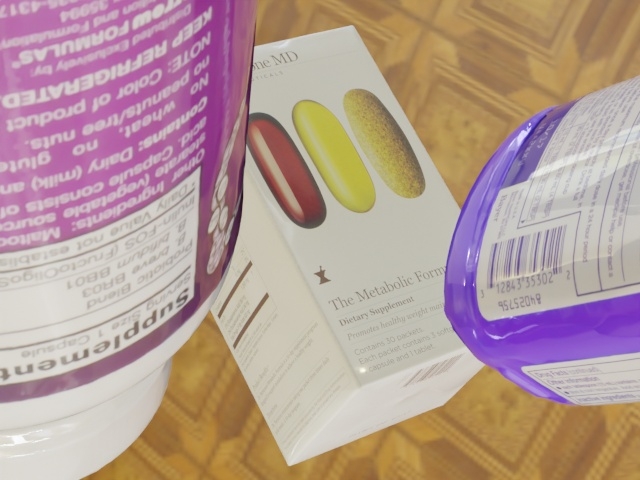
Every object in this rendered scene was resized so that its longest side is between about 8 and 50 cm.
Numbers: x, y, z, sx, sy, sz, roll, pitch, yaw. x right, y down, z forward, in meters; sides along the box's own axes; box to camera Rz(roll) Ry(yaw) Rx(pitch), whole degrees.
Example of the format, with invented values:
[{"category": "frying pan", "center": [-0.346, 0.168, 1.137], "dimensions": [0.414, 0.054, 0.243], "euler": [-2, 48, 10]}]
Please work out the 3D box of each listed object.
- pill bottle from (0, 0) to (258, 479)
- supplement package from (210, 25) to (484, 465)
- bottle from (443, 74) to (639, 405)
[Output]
[{"category": "pill bottle", "center": [-0.104, -0.048, 0.437], "dimensions": [0.169, 0.169, 0.301], "euler": [54, 154, 29]}, {"category": "supplement package", "center": [0.000, 0.000, 0.973], "dimensions": [0.244, 0.139, 0.134], "euler": [61, 148, 18]}, {"category": "bottle", "center": [0.151, -0.012, 0.460], "dimensions": [0.283, 0.092, 0.118], "euler": [-19, 43, 60]}]
